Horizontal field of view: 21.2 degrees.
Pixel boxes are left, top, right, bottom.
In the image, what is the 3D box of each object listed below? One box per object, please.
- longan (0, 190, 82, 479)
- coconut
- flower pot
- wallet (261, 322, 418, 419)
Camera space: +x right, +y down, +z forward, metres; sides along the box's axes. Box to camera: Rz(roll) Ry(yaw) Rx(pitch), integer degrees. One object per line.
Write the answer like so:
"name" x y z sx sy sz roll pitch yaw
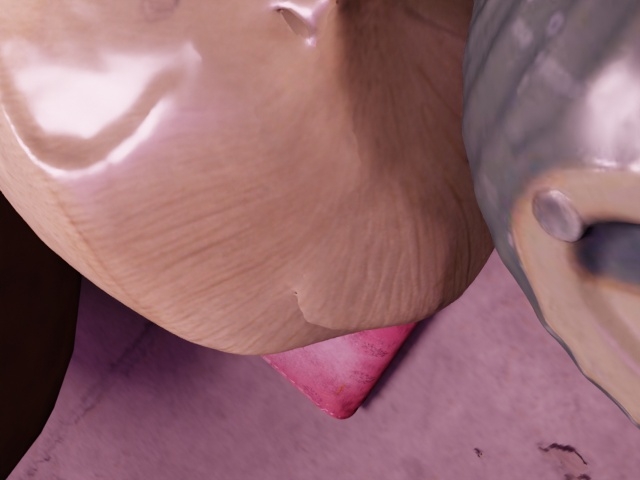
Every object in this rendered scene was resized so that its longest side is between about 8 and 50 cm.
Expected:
"longan" -0.284 -0.018 0.823 0.336 0.404 0.404 -17 118 17
"coconut" -0.019 -0.063 0.574 0.224 0.224 0.224 31 146 24
"flower pot" 0.147 -0.015 0.462 0.243 0.157 0.189 38 147 11
"wallet" 0.000 0.000 0.789 0.119 0.025 0.232 41 150 9
